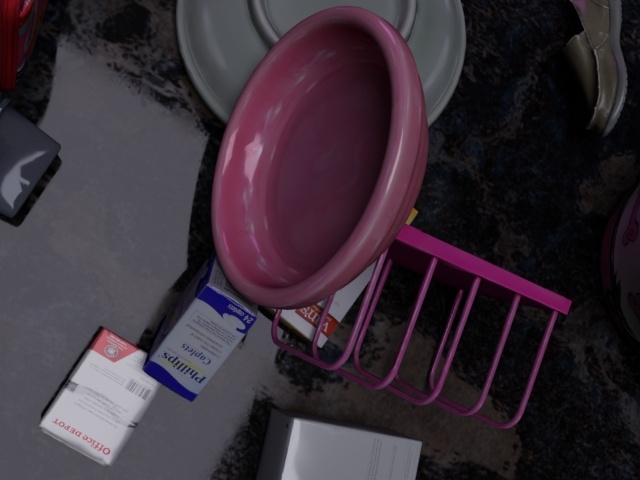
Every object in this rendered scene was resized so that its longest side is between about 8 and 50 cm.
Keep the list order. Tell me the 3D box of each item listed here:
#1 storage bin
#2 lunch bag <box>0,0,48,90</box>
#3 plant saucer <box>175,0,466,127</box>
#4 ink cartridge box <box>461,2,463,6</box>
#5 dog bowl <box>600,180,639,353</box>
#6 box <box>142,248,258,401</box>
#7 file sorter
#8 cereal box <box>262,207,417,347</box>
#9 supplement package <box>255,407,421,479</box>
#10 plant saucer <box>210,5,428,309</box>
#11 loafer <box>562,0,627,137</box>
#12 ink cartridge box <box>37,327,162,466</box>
[{"bbox_3d":[-0.374,-0.093,0.868,0.091,0.098,0.135,34,75,-23],"label":"storage bin"},{"bbox_3d":[-0.347,-0.336,0.786,0.120,0.258,0.293,10,68,-19],"label":"lunch bag"},{"bbox_3d":[0.011,-0.300,0.971,0.401,0.100,0.400,1,80,-8],"label":"plant saucer"},{"bbox_3d":[0.159,-0.318,1.094,0.063,0.029,0.115,32,76,-14],"label":"ink cartridge box"},{"bbox_3d":[0.623,0.043,1.155,0.408,0.150,0.407,2,84,-18],"label":"dog bowl"},{"bbox_3d":[-0.138,0.096,0.882,0.072,0.126,0.137,34,105,-13],"label":"box"},{"bbox_3d":[0.114,0.100,0.916,0.291,0.202,0.182,23,84,-28],"label":"file sorter"},{"bbox_3d":[0.000,0.000,1.001,0.173,0.047,0.240,40,74,-14],"label":"cereal box"},{"bbox_3d":[0.022,0.287,0.953,0.179,0.105,0.105,15,81,-17],"label":"supplement package"},{"bbox_3d":[-0.001,-0.084,0.811,0.084,0.332,0.332,17,79,-37],"label":"plant saucer"},{"bbox_3d":[0.422,-0.280,1.158,0.088,0.094,0.251,1,74,6],"label":"loafer"},{"bbox_3d":[-0.260,0.187,0.893,0.099,0.056,0.135,35,75,-12],"label":"ink cartridge box"}]
